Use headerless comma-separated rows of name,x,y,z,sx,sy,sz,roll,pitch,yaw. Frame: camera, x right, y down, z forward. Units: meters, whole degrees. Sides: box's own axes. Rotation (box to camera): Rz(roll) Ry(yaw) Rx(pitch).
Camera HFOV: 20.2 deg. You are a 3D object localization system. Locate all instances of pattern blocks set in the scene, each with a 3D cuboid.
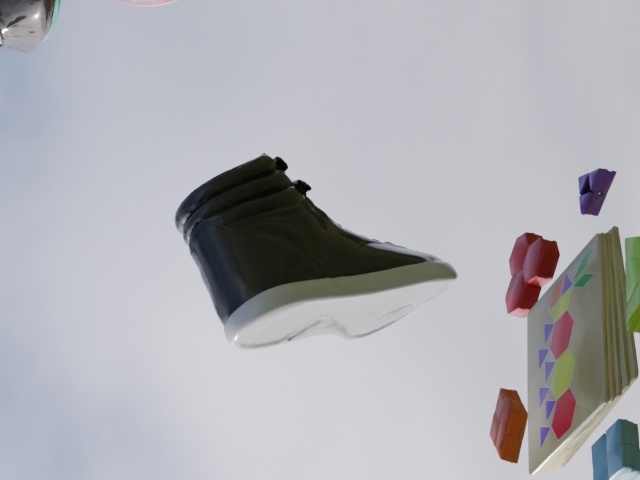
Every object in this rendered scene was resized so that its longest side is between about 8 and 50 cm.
pattern blocks set,0.215,0.091,1.499,0.026,0.285,0.324,16,-121,-14

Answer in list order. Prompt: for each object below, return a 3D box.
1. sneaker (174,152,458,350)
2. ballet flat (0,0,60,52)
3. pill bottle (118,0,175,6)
sneaker,0.000,0.000,1.442,0.296,0.104,0.147,-2,-122,-55
ballet flat,-0.297,-0.203,1.613,0.280,0.096,0.095,167,84,-75
pill bottle,-0.185,-0.332,1.719,0.283,0.161,0.161,65,-169,-83
